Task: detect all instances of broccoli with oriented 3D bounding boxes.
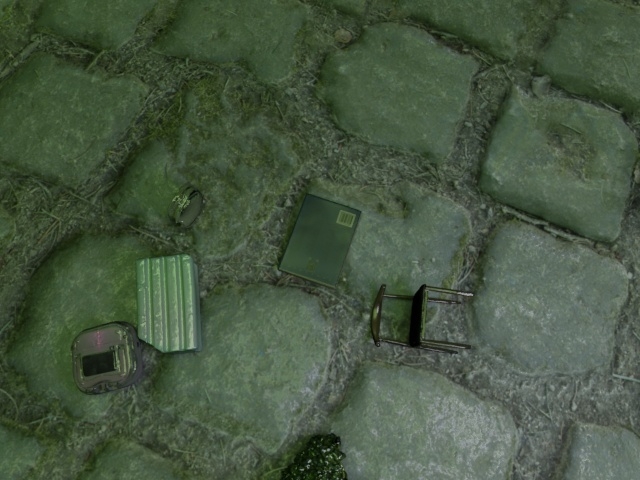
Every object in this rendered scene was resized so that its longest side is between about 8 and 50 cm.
[{"bbox_3d":[0.006,0.682,1.559,0.288,0.247,0.246,-46,115,-23],"label":"broccoli"}]

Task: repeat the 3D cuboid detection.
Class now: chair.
[{"bbox_3d":[0.290,0.227,1.691,0.272,0.166,0.188,7,73,1],"label":"chair"}]

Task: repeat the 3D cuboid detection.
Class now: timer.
[{"bbox_3d":[-0.616,0.335,1.671,0.208,0.069,0.191,-16,75,9],"label":"timer"}]

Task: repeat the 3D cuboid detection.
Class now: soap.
[{"bbox_3d":[-0.447,0.190,1.726,0.172,0.095,0.290,-7,74,-2],"label":"soap"}]

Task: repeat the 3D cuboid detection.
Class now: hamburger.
[{"bbox_3d":[-0.414,-0.107,1.796,0.062,0.140,0.133,27,63,8],"label":"hamburger"}]

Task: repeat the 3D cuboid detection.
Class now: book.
[{"bbox_3d":[0.000,0.000,1.830,0.190,0.025,0.269,18,74,5],"label":"book"}]
